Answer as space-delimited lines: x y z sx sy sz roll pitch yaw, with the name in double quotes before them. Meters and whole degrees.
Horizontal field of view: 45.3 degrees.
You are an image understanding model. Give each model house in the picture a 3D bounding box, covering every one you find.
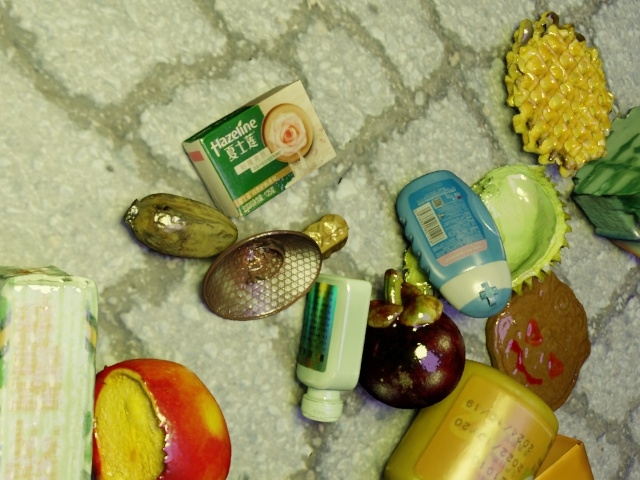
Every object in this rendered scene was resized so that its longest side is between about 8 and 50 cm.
"model house" 0.725 -0.080 1.585 0.295 0.251 0.329 -51 122 -19

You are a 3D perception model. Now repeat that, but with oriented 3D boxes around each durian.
"durian" 0.310 0.002 1.381 0.394 0.163 0.198 -29 105 -20

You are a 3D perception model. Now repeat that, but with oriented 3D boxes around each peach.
"peach" -0.229 0.267 1.043 0.196 0.190 0.226 -40 119 -13

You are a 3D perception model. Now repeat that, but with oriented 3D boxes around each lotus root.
"lotus root" -0.200 -0.017 1.106 0.179 0.089 0.080 16 126 -35

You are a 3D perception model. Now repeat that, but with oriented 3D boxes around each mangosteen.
"mangosteen" 0.138 0.162 1.256 0.194 0.194 0.231 -23 106 -28

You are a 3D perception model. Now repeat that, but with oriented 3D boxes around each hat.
"hat" -0.099 0.031 1.177 0.193 0.082 0.193 -17 141 -15

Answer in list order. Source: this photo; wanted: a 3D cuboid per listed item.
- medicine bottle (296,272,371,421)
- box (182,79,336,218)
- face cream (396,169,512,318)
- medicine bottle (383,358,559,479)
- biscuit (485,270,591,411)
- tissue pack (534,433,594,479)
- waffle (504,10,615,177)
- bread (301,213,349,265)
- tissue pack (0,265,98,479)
"medicine bottle" 0.016 0.170 1.225 0.083 0.121 0.229 10 88 -32
"box" -0.091 -0.139 1.169 0.199 0.081 0.135 -37 111 -26
"face cream" 0.233 0.009 1.290 0.149 0.083 0.264 -21 66 -4
"medicine bottle" 0.223 0.415 1.306 0.224 0.224 0.384 46 70 -25
"biscuit" 0.444 0.205 1.534 0.257 0.049 0.273 -48 116 -21
"tissue pack" 0.428 0.536 1.487 0.194 0.145 0.275 -27 106 -29
"waffle" 0.464 -0.286 1.486 0.329 0.062 0.329 6 79 -34
"bread" 0.000 0.000 1.243 0.110 0.060 0.066 -34 123 -28
"tissue pack" -0.357 0.190 0.938 0.128 0.228 0.311 2 91 -31
